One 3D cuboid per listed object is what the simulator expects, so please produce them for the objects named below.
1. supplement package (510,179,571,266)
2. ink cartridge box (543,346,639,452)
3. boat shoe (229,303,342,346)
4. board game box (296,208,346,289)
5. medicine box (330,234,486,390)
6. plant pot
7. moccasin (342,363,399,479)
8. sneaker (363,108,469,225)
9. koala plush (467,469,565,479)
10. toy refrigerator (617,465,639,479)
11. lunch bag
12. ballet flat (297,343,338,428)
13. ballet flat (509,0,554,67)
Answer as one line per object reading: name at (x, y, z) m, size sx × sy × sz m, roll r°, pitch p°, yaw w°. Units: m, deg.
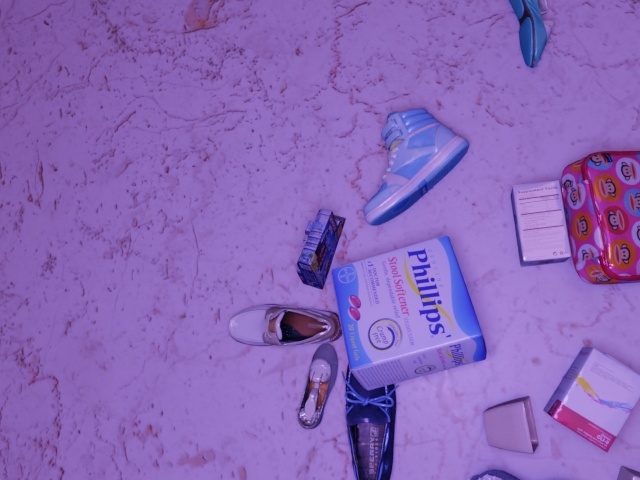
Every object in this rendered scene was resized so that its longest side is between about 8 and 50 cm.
supplement package at (0.510, -0.037, 1.335) m, size 0.105 × 0.105 × 0.179 m, roll -7°, pitch 78°, yaw 15°
ink cartridge box at (0.591, 0.336, 1.238) m, size 0.127 × 0.128 × 0.176 m, roll 31°, pitch 89°, yaw 17°
boat shoe at (-0.099, 0.211, 1.446) m, size 0.302 × 0.103 × 0.113 m, roll -5°, pitch 79°, yaw 13°
board game box at (0.000, 0.000, 1.436) m, size 0.060 × 0.194 × 0.194 m, roll 16°, pitch 71°, yaw 15°
medicine box at (0.197, 0.165, 1.311) m, size 0.289 × 0.149 × 0.263 m, roll -18°, pitch 55°, yaw 10°
plant pot at (0.423, 0.414, 1.284) m, size 0.096 × 0.109 × 0.109 m, roll -13°, pitch 77°, yaw 24°
moccasin at (0.125, 0.418, 1.346) m, size 0.137 × 0.117 × 0.342 m, roll -10°, pitch 78°, yaw 12°
sneaker at (0.189, -0.198, 1.437) m, size 0.319 × 0.127 × 0.208 m, roll -40°, pitch 75°, yaw -5°
koala plush at (0.423, 0.567, 1.221) m, size 0.221 × 0.196 × 0.203 m, roll 26°, pitch 76°, yaw 17°
toy refrigerator at (0.650, 0.625, 1.188) m, size 0.094 × 0.102 × 0.269 m, roll 17°, pitch 84°, yaw 16°
lunch bag at (0.684, -0.050, 1.269) m, size 0.258 × 0.120 × 0.293 m, roll -3°, pitch 79°, yaw -15°
ballet flat at (-0.006, 0.361, 1.415) m, size 0.072 × 0.068 × 0.213 m, roll 12°, pitch 83°, yaw 16°
ballet flat at (0.536, -0.556, 1.434) m, size 0.087 × 0.083 × 0.247 m, roll -10°, pitch 80°, yaw -2°
